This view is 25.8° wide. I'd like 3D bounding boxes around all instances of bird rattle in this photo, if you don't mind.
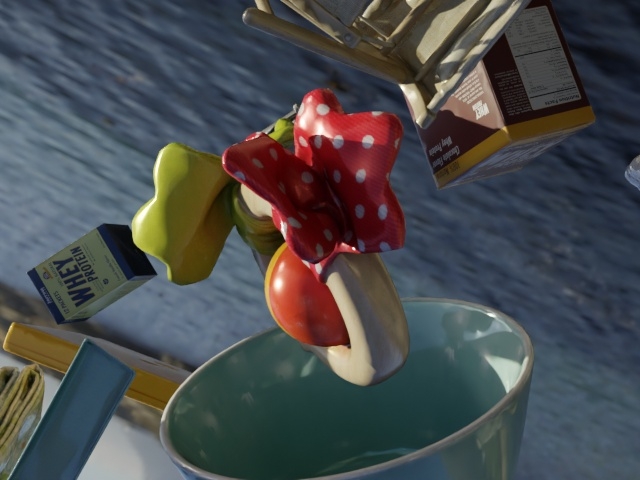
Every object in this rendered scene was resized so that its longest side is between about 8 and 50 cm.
[{"bbox_3d":[0.000,0.000,0.914,0.253,0.143,0.207,4,127,59],"label":"bird rattle"}]

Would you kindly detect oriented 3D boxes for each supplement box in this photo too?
[{"bbox_3d":[-0.204,0.030,1.260,0.056,0.083,0.083,59,-174,5],"label":"supplement box"},{"bbox_3d":[0.208,-0.192,1.736,0.129,0.194,0.191,-15,171,-27],"label":"supplement box"}]

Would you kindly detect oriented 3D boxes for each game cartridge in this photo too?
[{"bbox_3d":[-0.239,0.188,1.889,0.285,0.053,0.323,19,177,14],"label":"game cartridge"}]

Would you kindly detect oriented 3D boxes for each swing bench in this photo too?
[{"bbox_3d":[0.080,-0.293,1.414,0.254,0.253,0.165,26,-152,-31],"label":"swing bench"}]

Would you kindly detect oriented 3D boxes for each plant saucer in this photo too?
[{"bbox_3d":[-0.260,0.197,1.467,0.067,0.192,0.018,33,-165,10],"label":"plant saucer"}]

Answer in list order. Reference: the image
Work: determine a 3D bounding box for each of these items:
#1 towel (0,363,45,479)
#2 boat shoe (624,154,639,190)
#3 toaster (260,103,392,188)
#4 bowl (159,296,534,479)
[{"bbox_3d":[-0.484,0.396,1.988,0.090,0.374,0.320,14,-156,4],"label":"towel"},{"bbox_3d":[0.458,-0.132,1.710,0.096,0.277,0.098,31,132,20],"label":"boat shoe"},{"bbox_3d":[0.006,-0.075,1.760,0.186,0.110,0.168,49,-167,-15],"label":"toaster"},{"bbox_3d":[0.038,0.185,1.165,0.311,0.311,0.163,12,123,52],"label":"bowl"}]
